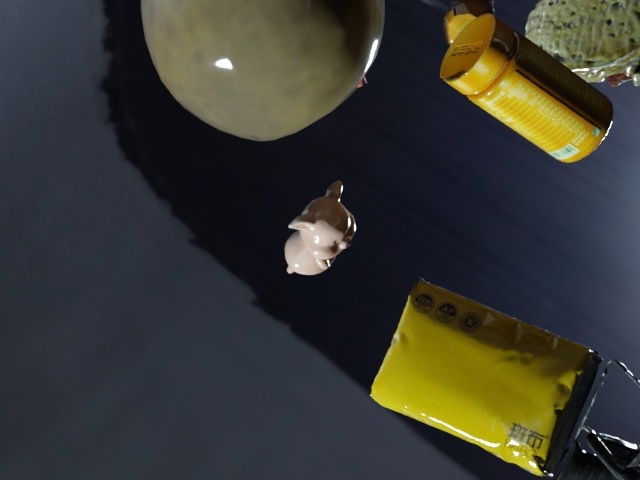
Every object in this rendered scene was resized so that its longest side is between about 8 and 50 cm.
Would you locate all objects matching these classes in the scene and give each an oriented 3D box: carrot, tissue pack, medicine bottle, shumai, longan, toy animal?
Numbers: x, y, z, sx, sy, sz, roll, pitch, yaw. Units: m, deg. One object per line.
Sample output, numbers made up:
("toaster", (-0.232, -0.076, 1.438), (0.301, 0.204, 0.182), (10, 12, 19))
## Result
("carrot", (0.211, -0.316, 1.469), (0.260, 0.070, 0.070), (-64, 180, -68))
("tissue pack", (0.232, 0.192, 1.480), (0.192, 0.271, 0.134), (-67, 157, -4))
("medicine bottle", (0.243, -0.175, 1.228), (0.096, 0.192, 0.096), (-47, -155, 31))
("shumai", (0.656, -0.465, 2.385), (0.288, 0.330, 0.292), (11, 69, -57))
("longan", (-0.076, -0.326, 1.442), (0.404, 0.336, 0.404), (-160, -90, -83))
("toy animal", (-0.006, -0.003, 1.381), (0.083, 0.089, 0.150), (-79, -170, -45))

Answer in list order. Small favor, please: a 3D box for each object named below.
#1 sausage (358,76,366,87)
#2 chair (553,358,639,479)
("sausage", (0.056, -0.345, 1.947), (0.034, 0.034, 0.129), (-44, 136, -29))
("chair", (0.410, 0.294, 1.386), (0.140, 0.145, 0.221), (23, 106, -25))
